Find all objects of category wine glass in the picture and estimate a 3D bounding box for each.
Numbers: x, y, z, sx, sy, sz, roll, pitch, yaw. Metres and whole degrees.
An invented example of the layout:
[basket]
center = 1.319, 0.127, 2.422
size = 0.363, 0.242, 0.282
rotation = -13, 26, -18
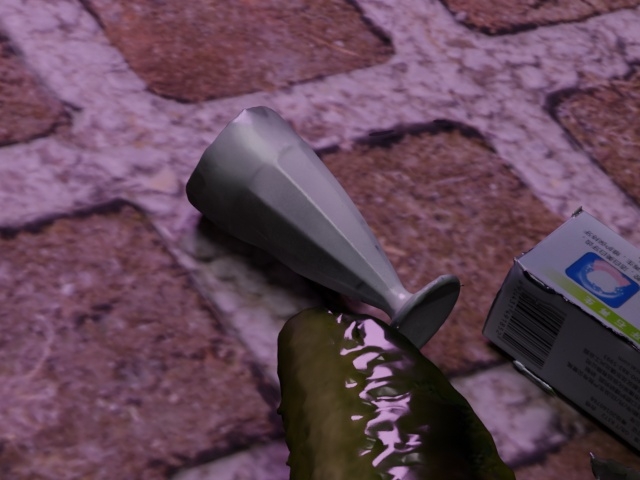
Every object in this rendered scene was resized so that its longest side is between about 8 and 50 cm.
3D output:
[wine glass]
center = 0.000, 0.000, 1.104
size = 0.073, 0.073, 0.155
rotation = -27, 62, -40

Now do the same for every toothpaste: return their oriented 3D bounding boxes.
[toothpaste]
center = 0.245, 0.112, 1.075
size = 0.336, 0.067, 0.081
rotation = 37, 43, 19

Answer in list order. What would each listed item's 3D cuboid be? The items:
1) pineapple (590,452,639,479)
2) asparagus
[pineapple]
center = 0.267, 0.204, 0.914
size = 0.165, 0.165, 0.364
rotation = -23, 54, -38
[asparagus]
center = 0.052, 0.185, 0.890
size = 0.128, 0.108, 0.382
rotation = 6, 41, -14
